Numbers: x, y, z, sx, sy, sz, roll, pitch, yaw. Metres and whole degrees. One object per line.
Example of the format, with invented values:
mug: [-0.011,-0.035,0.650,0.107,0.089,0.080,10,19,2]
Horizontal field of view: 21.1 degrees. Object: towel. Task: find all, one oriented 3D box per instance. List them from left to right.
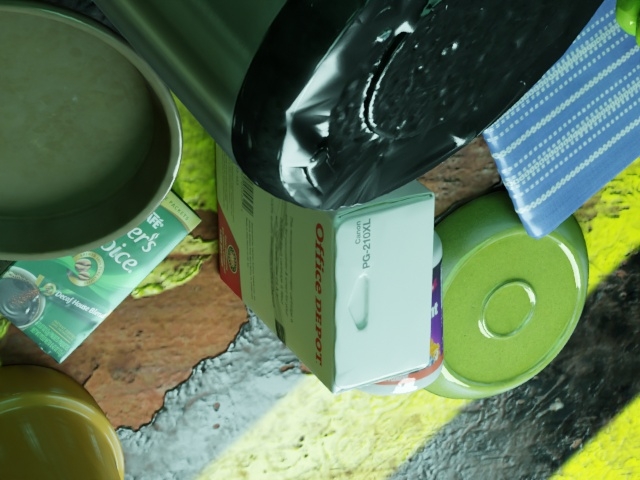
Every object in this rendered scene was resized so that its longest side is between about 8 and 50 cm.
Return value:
towel: [0.234,-0.190,1.664,0.243,0.040,0.336,-39,125,-16]

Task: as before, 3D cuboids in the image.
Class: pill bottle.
pill bottle: [0.064,0.041,1.647,0.108,0.108,0.193,-16,120,-23]

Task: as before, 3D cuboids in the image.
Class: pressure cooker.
pressure cooker: [-0.016,-0.281,1.266,0.375,0.420,0.370,-45,160,9]

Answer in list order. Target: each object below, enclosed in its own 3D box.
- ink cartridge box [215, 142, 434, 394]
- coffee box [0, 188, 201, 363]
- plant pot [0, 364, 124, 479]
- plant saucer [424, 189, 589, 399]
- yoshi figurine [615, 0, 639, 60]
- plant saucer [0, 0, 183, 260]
ink cartridge box: [0.000,0.000,1.509,0.100,0.237,0.172,-13,119,-24]
coffee box: [-0.206,0.008,1.518,0.184,0.040,0.113,-45,127,-3]
plant pot: [-0.252,0.242,1.516,0.205,0.188,0.205,-13,119,-24]
plant saucer: [0.186,0.065,1.774,0.241,0.037,0.241,-13,120,-24]
yoshi figurine: [0.454,-0.260,1.659,0.362,0.203,0.203,-11,100,-31]
plant saucer: [-0.249,-0.091,1.377,0.278,0.041,0.278,-1,135,-1]
